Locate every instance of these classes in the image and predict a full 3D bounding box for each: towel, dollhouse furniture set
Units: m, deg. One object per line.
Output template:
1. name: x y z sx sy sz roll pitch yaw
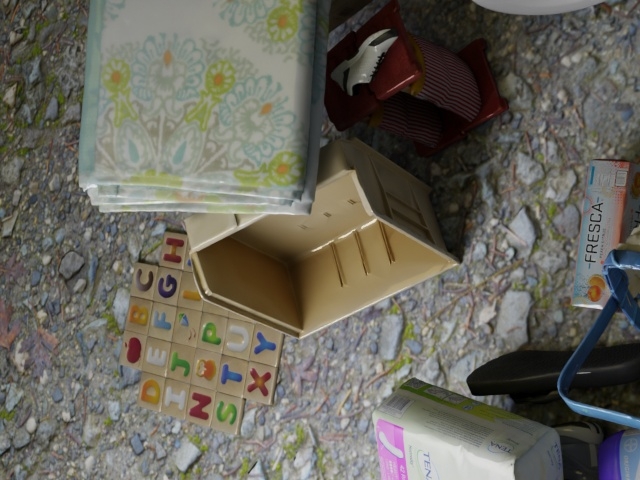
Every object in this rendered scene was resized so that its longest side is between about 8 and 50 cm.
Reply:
1. towel: -0.142 -0.216 1.754 0.321 0.090 0.374 3 88 24
2. dollhouse furniture set: 0.083 -0.313 1.896 0.152 0.201 0.374 -34 62 33

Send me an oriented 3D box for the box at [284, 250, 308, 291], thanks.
1. box: -0.079 0.001 2.083 0.184 0.045 0.190 19 93 40

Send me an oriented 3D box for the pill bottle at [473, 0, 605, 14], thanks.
1. pill bottle: 0.271 -0.505 1.741 0.229 0.229 0.407 -13 76 39

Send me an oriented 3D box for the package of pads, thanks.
1. package of pads: 0.188 0.334 1.701 0.229 0.101 0.296 15 125 42

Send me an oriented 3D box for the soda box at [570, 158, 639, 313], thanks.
1. soda box: 0.353 -0.005 1.709 0.058 0.063 0.183 7 88 41

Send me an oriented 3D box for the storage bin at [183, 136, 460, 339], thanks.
1. storage bin: 0.000 0.000 1.854 0.262 0.260 0.123 -26 63 23

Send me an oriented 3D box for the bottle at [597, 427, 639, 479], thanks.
1. bottle: 0.450 0.254 1.569 0.283 0.092 0.118 -15 73 38

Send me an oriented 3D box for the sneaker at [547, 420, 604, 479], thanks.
1. sneaker: 0.249 0.302 1.743 0.229 0.086 0.132 -17 75 37

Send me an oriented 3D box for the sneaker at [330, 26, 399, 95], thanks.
1. sneaker: 0.062 -0.221 1.745 0.109 0.040 0.043 -42 75 33

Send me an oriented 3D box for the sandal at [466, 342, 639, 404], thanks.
1. sandal: 0.287 0.174 1.728 0.255 0.097 0.054 -8 105 40

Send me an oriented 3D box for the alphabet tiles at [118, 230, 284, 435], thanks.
1. alphabet tiles: -0.186 0.139 2.187 0.343 0.011 0.285 9 90 41

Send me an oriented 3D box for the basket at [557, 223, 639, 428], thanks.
1. basket: 0.422 0.089 1.524 0.255 0.201 0.289 18 65 42
